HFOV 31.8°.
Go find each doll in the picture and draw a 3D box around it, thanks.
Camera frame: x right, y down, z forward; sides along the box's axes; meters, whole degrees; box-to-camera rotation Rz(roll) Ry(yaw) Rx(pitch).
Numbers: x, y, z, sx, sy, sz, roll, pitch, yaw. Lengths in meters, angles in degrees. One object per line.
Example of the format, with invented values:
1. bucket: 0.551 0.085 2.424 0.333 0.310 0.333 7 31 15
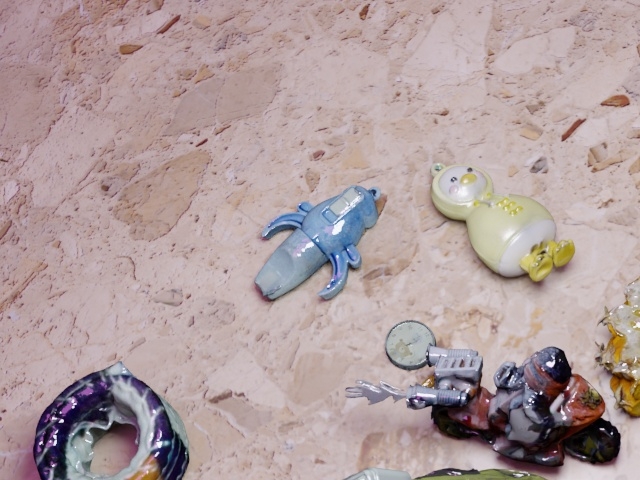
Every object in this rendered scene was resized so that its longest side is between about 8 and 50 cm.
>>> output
1. doll: 0.281 -0.043 1.842 0.141 0.117 0.296 -35 61 -18

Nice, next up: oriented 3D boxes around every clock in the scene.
1. clock: 0.146 0.168 1.815 0.085 0.017 0.085 -5 61 9

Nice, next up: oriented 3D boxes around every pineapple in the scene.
1. pineapple: 0.511 0.151 1.696 0.186 0.114 0.236 12 62 18

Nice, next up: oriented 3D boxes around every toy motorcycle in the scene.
1. toy motorcycle: 0.243 0.229 1.658 0.401 0.207 0.134 8 43 17

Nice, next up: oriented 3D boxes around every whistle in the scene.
1. whistle: 0.000 0.000 1.902 0.269 0.093 0.180 -41 62 -4

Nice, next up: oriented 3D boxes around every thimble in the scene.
1. thimble: -0.322 0.320 1.757 0.237 0.150 0.237 -6 60 10

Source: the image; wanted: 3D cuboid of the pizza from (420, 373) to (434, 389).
1. pizza: 0.204 0.237 1.761 0.083 0.025 0.078 -20 59 0

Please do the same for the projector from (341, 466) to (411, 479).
1. projector: 0.027 0.449 1.569 0.256 0.099 0.192 -35 54 37

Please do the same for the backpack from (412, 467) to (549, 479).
1. backpack: 0.241 0.426 1.593 0.253 0.140 0.207 -4 63 0
